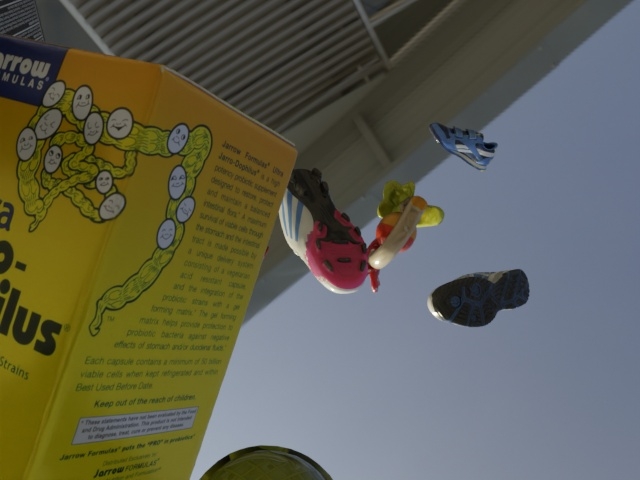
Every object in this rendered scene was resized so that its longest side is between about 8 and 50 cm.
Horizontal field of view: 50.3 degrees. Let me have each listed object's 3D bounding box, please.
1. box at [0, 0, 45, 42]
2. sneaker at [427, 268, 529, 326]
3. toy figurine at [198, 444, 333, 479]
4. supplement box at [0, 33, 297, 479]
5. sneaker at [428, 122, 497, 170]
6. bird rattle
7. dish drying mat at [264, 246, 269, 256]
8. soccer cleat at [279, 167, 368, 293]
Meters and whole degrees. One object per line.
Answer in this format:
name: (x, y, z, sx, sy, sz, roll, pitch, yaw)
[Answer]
box: (-0.621, -0.307, 1.236, 0.183, 0.293, 0.296, -6, -154, 0)
sneaker: (0.239, 0.092, 1.075, 0.081, 0.211, 0.080, -9, -94, 51)
toy figurine: (-0.015, 0.185, 0.169, 0.192, 0.217, 0.362, 3, -132, 11)
supplement box: (-0.193, 0.044, 0.553, 0.194, 0.195, 0.356, 17, -92, 27)
sneaker: (0.267, -0.188, 1.271, 0.059, 0.144, 0.053, -52, -157, 31)
bird rattle: (0.136, -0.011, 1.388, 0.143, 0.207, 0.253, 42, -100, 0)
dish drying mat: (-0.132, 0.044, 1.510, 0.008, 0.083, 0.032, 25, -124, -6)
soccer cleat: (0.000, 0.000, 1.317, 0.116, 0.143, 0.331, -3, -135, -22)
